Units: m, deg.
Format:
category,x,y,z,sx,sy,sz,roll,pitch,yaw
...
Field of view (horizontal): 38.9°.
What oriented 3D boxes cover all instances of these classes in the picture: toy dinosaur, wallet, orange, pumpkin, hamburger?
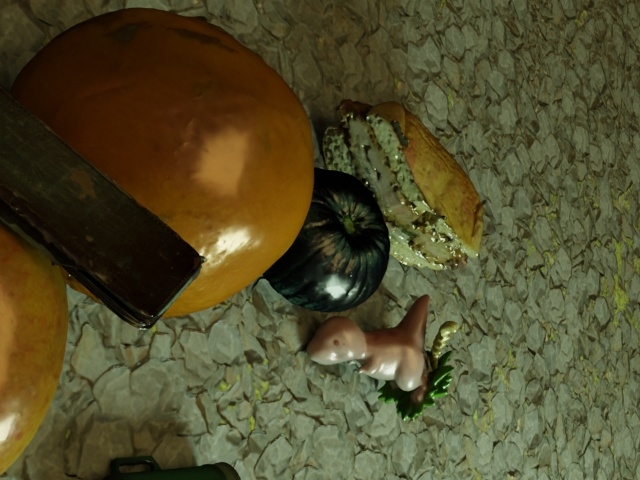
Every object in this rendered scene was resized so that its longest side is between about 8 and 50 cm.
category,x,y,z,sx,sy,sz,roll,pitch,yaw
toy dinosaur,0.087,0.146,1.283,0.194,0.152,0.177,-32,113,-3
wallet,-0.197,-0.030,0.687,0.232,0.031,0.122,42,26,-4
orange,-0.158,-0.075,0.890,0.312,0.312,0.312,11,75,-47
pumpkin,0.000,0.000,1.183,0.202,0.140,0.202,21,56,-34
hamburger,0.131,-0.080,1.334,0.245,0.155,0.282,-20,95,-52

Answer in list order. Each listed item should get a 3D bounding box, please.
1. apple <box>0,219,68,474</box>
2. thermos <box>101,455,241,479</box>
category,x,y,z,sx,sy,sz,roll,pitch,yaw
apple,-0.345,0.071,0.680,0.299,0.275,0.299,4,85,-44
thermos,-0.175,0.278,0.983,0.188,0.073,0.083,10,78,-47
